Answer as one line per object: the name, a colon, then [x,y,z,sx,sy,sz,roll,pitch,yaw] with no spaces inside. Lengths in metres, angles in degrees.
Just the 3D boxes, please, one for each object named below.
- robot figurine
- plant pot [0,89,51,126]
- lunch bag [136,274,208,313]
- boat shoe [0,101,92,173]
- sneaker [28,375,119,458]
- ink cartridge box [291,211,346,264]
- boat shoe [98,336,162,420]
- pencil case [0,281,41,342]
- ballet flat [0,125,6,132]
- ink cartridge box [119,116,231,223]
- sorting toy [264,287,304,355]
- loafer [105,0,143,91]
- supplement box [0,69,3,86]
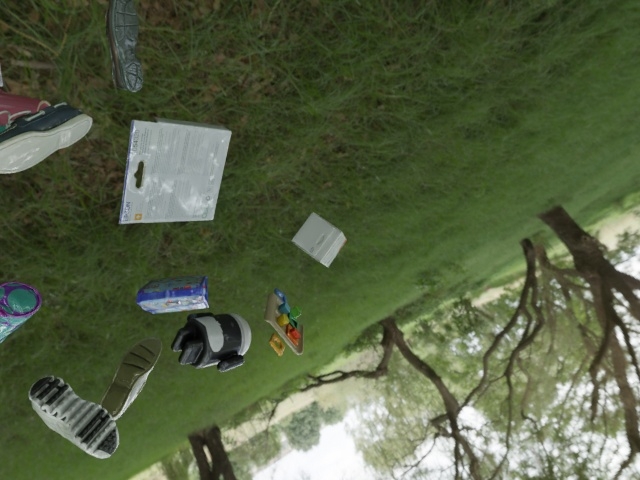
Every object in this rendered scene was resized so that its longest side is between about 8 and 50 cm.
robot figurine: [-0.376,0.351,1.531,0.174,0.209,0.278,-16,170,38]
plant pot: [-0.887,-0.342,1.266,0.180,0.201,0.201,-2,159,-7]
lunch bag: [-0.539,0.194,1.611,0.221,0.138,0.293,-5,172,-11]
boat shoe: [-0.578,-0.218,0.875,0.095,0.079,0.254,-47,-172,41]
sneaker: [-0.699,0.511,1.237,0.118,0.292,0.110,-52,176,32]
ink cartridge box: [0.000,0.000,1.520,0.128,0.127,0.176,-54,168,-3]
boat shoe: [-0.671,0.481,1.536,0.302,0.113,0.103,-61,-178,-34]
pencil case: [-0.505,0.122,0.683,0.152,0.064,0.070,-33,-171,27]
ballet flat: [-0.912,-0.235,1.170,0.247,0.083,0.087,-23,160,-7]
ink cartridge box: [-0.462,-0.215,1.372,0.330,0.071,0.324,-5,121,-45]
sorting toy: [-0.118,0.294,1.577,0.047,0.196,0.347,-35,-159,14]
loafer: [-0.581,-0.570,1.252,0.096,0.084,0.267,-43,139,-60]
supplement box: [-1.125,-0.531,1.357,0.239,0.073,0.130,-65,175,-57]
